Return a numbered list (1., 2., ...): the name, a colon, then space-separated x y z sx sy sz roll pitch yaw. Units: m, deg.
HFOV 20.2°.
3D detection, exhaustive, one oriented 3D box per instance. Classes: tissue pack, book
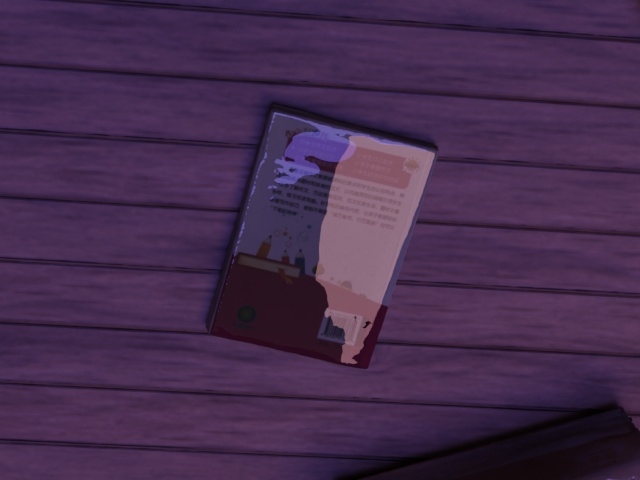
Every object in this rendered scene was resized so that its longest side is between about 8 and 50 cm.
1. tissue pack: 0.187 0.323 1.702 0.305 0.238 0.238 -15 111 1
2. book: 0.000 0.000 1.673 0.162 0.022 0.232 13 109 -12
